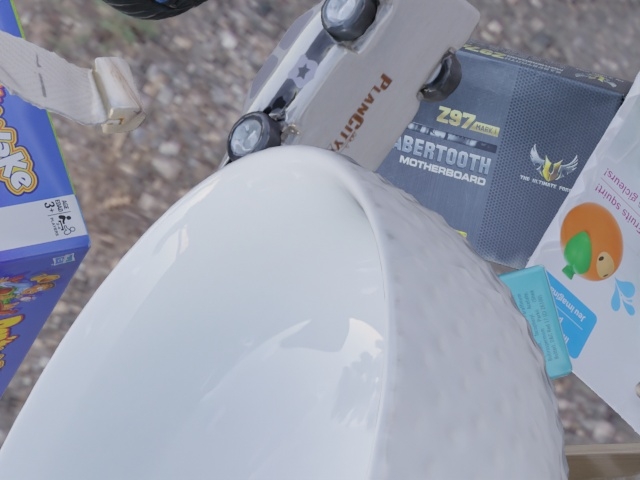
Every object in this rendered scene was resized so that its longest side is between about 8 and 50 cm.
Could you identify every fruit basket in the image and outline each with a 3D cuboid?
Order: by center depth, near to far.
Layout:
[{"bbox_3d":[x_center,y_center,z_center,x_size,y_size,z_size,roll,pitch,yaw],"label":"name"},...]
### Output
[{"bbox_3d":[0.331,0.009,1.288,0.165,0.327,0.353,-17,36,55],"label":"fruit basket"}]

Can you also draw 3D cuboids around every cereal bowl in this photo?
[{"bbox_3d":[-0.024,0.143,0.636,0.339,0.141,0.339,-43,31,35],"label":"cereal bowl"}]

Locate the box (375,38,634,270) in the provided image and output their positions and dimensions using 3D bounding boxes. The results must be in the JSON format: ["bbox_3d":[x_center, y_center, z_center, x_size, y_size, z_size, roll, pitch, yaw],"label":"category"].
[{"bbox_3d":[0.145,-0.080,1.522,0.232,0.059,0.183,17,112,12],"label":"box"}]

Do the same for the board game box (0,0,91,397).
[{"bbox_3d":[-0.251,-0.026,1.067,0.347,0.078,0.233,-48,58,58],"label":"board game box"}]

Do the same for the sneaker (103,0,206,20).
[{"bbox_3d":[-0.062,-0.131,0.503,0.080,0.211,0.081,-31,70,5],"label":"sneaker"}]

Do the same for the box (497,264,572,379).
[{"bbox_3d":[-0.004,0.073,0.878,0.244,0.100,0.060,-14,87,-20],"label":"box"}]

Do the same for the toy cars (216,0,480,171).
[{"bbox_3d":[0.000,0.000,1.088,0.087,0.176,0.394,39,136,46],"label":"toy cars"}]

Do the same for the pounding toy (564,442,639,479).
[{"bbox_3d":[0.136,0.167,0.787,0.141,0.130,0.100,-3,111,8],"label":"pounding toy"}]

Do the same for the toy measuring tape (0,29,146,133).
[{"bbox_3d":[-0.155,-0.133,0.726,0.121,0.330,0.121,-11,70,32],"label":"toy measuring tape"}]
